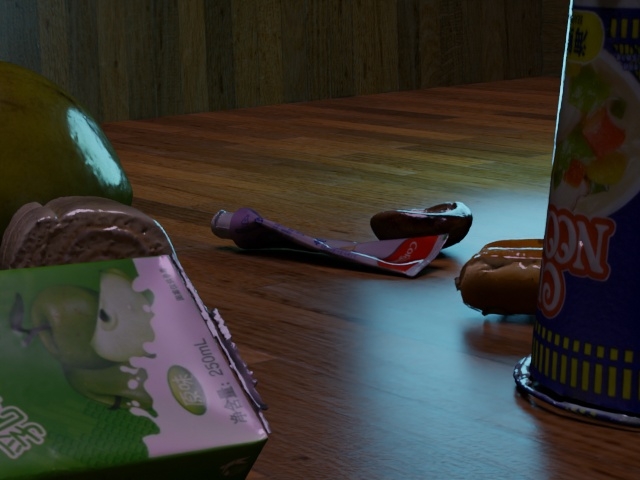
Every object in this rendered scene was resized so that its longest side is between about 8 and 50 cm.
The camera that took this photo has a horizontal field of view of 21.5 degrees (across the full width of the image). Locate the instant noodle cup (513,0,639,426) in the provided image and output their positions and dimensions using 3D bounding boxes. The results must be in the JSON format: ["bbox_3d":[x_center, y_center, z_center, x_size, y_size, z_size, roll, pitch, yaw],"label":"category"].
[{"bbox_3d":[0.287,-0.042,1.275,0.284,0.312,0.284,-1,11,0],"label":"instant noodle cup"}]

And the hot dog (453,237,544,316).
[{"bbox_3d":[0.248,0.035,1.535,0.269,0.072,0.109,1,13,24],"label":"hot dog"}]

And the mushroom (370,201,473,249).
[{"bbox_3d":[0.113,-0.014,1.876,0.123,0.052,0.123,-3,3,0],"label":"mushroom"}]

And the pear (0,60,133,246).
[{"bbox_3d":[-0.329,-0.057,1.681,0.253,0.253,0.307,6,3,37],"label":"pear"}]

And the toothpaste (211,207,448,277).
[{"bbox_3d":[0.000,0.000,1.845,0.301,0.048,0.075,9,11,37],"label":"toothpaste"}]

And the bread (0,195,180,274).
[{"bbox_3d":[-0.206,0.029,1.477,0.148,0.134,0.141,7,3,-15],"label":"bread"}]

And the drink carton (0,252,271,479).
[{"bbox_3d":[-0.177,0.108,0.939,0.271,0.108,0.161,-5,46,-32],"label":"drink carton"}]
